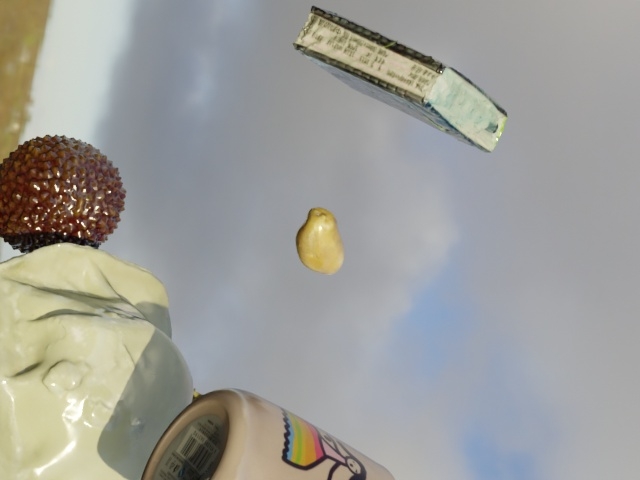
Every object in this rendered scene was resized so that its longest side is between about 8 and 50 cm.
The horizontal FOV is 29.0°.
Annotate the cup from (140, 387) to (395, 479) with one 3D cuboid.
[{"bbox_3d":[-0.053,0.276,1.179,0.191,0.200,0.253,-43,-150,20],"label":"cup"}]

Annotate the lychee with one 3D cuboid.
[{"bbox_3d":[-0.352,-0.052,1.662,0.188,0.188,0.188,-171,-90,-76],"label":"lychee"}]

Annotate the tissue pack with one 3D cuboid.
[{"bbox_3d":[0.100,-0.201,1.534,0.235,0.173,0.073,31,-86,38],"label":"tissue pack"}]

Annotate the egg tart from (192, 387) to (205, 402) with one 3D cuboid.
[{"bbox_3d":[-0.213,0.324,1.795,0.345,0.345,0.132,-125,-170,-71],"label":"egg tart"}]

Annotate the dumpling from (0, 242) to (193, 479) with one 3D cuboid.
[{"bbox_3d":[-0.309,0.174,1.459,0.233,0.315,0.395,-26,-137,42],"label":"dumpling"}]

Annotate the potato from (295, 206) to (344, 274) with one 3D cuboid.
[{"bbox_3d":[0.000,0.000,1.437,0.068,0.062,0.083,46,-42,37],"label":"potato"}]
